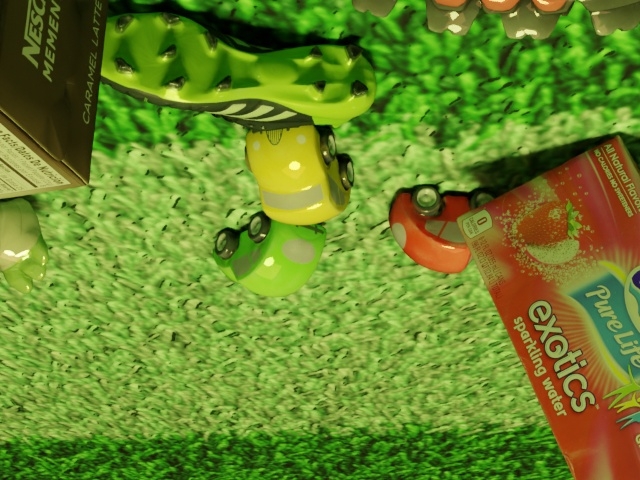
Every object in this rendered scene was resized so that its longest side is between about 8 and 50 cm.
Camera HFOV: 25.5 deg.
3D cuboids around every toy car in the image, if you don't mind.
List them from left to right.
[{"bbox_3d":[0.000,0.000,1.048,0.239,0.053,0.225,19,151,-34],"label":"toy car"}]

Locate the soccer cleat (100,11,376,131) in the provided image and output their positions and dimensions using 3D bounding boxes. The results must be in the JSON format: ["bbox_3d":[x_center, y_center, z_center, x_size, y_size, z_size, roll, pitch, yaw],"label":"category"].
[{"bbox_3d":[-0.055,-0.092,0.836,0.179,0.060,0.072,6,157,-18],"label":"soccer cleat"}]

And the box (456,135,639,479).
[{"bbox_3d":[0.206,0.077,0.935,0.128,0.257,0.122,-28,149,12],"label":"box"}]

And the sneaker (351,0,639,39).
[{"bbox_3d":[0.021,-0.164,0.559,0.276,0.097,0.135,15,115,9],"label":"sneaker"}]

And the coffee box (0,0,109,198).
[{"bbox_3d":[-0.246,-0.092,0.745,0.246,0.141,0.098,-8,154,18],"label":"coffee box"}]

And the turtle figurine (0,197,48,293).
[{"bbox_3d":[-0.320,0.051,0.961,0.266,0.198,0.275,2,-155,-48],"label":"turtle figurine"}]
